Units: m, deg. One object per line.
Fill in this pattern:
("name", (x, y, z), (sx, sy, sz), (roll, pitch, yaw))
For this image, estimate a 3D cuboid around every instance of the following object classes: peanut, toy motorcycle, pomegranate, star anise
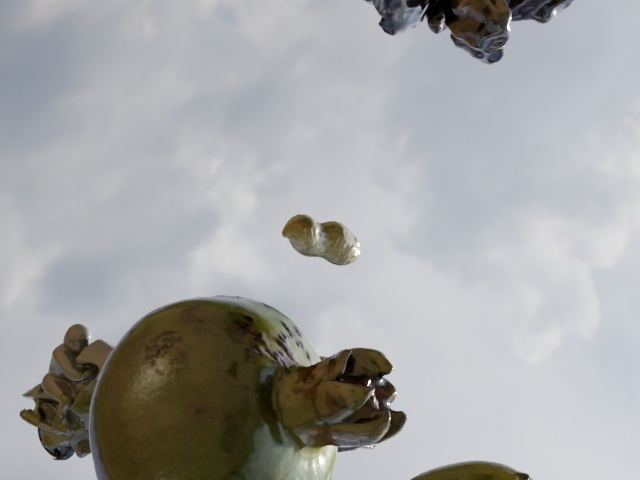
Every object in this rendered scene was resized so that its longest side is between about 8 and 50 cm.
("peanut", (0.000, 0.000, 1.063), (0.037, 0.083, 0.037), (-13, -108, 43))
("toy motorcycle", (-0.282, 0.177, 1.512), (0.225, 0.152, 0.073), (-22, 180, 38))
("pomegranate", (-0.051, 0.132, 0.837), (0.210, 0.179, 0.179), (19, -121, 37))
("star anise", (0.096, -0.217, 0.986), (0.223, 0.109, 0.236), (14, -142, 4))

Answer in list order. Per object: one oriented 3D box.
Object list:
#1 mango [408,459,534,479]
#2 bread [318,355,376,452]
("mango", (0.104, 0.257, 1.067), (0.191, 0.122, 0.085), (-26, -175, 11))
("bread", (-0.035, 0.178, 1.329), (0.190, 0.132, 0.114), (-1, -102, 4))
